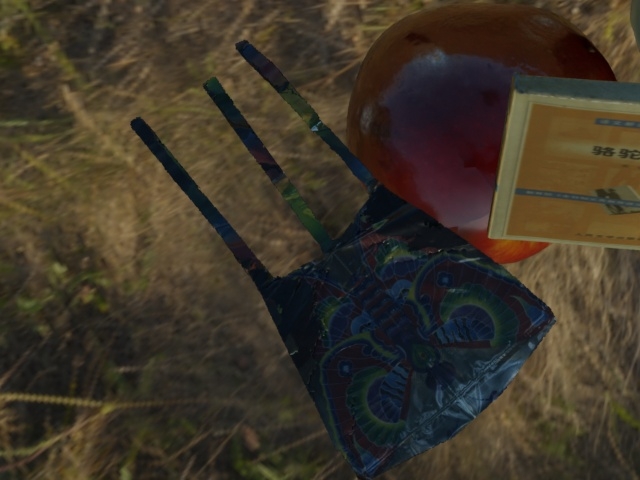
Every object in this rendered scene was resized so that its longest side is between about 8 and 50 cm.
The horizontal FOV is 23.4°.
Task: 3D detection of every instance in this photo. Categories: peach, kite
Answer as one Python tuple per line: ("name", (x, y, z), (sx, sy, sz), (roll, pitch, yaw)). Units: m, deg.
("peach", (0.138, -0.103, 1.332), (0.243, 0.199, 0.243), (-2, 79, 13))
("kite", (0.000, 0.000, 0.942), (0.152, 0.015, 0.285), (-42, 74, 3))

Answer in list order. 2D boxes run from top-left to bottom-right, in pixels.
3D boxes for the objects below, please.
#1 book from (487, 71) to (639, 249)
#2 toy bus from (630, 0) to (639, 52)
("book", (0.197, -0.040, 0.979), (0.170, 0.241, 0.018), (5, 70, 5))
("toy bus", (0.365, -0.219, 1.391), (0.165, 0.271, 0.133), (-20, 69, -1))
